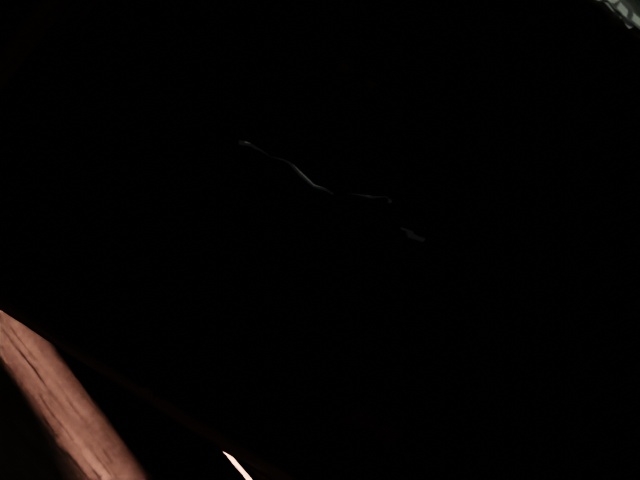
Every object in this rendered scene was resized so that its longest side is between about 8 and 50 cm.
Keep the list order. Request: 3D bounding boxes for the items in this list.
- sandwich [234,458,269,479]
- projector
[{"bbox_3d":[-0.081,0.027,0.993,0.301,0.099,0.271,50,-4,18],"label":"sandwich"},{"bbox_3d":[0.028,-0.064,0.747,0.395,0.242,0.405,34,17,-23],"label":"projector"}]
